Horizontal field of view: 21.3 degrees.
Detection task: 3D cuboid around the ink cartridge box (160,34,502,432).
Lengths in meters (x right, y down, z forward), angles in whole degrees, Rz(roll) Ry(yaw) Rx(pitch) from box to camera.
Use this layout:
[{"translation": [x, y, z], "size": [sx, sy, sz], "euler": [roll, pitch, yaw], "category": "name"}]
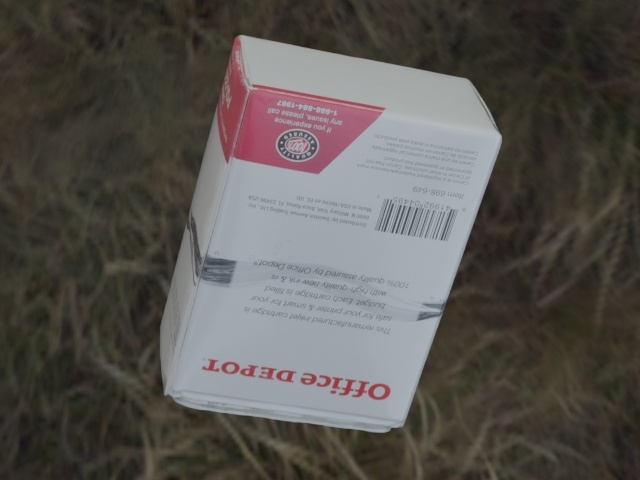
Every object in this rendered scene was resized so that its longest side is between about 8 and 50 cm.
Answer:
[{"translation": [0.000, 0.000, 1.044], "size": [0.158, 0.092, 0.218], "euler": [10, 117, -14], "category": "ink cartridge box"}]
